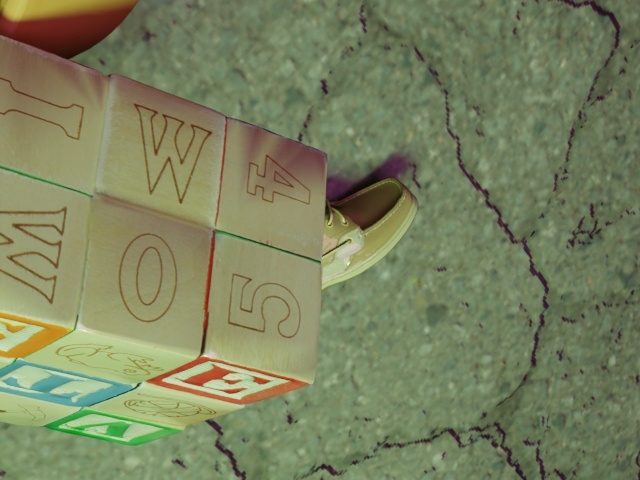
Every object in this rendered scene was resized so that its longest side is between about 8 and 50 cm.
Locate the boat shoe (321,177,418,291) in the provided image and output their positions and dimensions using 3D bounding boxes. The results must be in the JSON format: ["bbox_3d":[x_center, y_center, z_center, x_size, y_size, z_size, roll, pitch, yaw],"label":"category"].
[{"bbox_3d":[0.000,0.000,0.686,0.135,0.050,0.045,-37,128,-14],"label":"boat shoe"}]

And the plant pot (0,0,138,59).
[{"bbox_3d":[-0.101,-0.216,0.425,0.203,0.291,0.291,-25,120,-39],"label":"plant pot"}]

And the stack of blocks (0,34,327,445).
[{"bbox_3d":[-0.167,-0.006,0.364,0.297,0.171,0.087,18,64,-31],"label":"stack of blocks"}]
